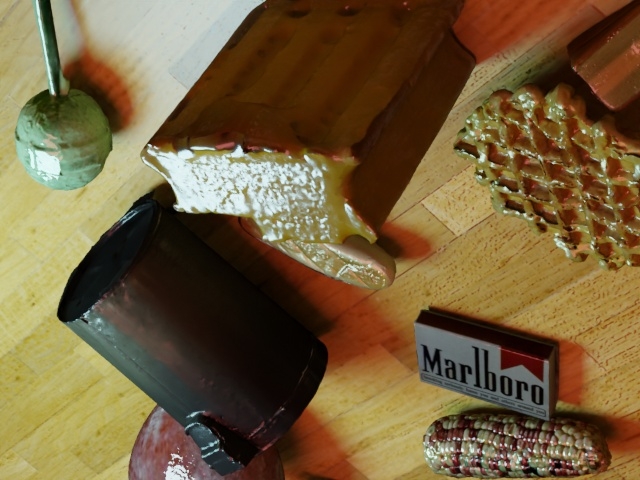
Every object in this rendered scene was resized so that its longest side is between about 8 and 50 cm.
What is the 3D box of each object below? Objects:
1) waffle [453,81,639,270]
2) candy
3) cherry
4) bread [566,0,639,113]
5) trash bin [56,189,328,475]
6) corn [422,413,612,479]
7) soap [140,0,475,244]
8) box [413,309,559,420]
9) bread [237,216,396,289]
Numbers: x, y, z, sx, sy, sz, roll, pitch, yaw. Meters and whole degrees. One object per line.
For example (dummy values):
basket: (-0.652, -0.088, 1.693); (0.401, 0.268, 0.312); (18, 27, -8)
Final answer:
waffle: (0.265, -0.062, 1.678); (0.291, 0.051, 0.291); (28, 156, 14)
candy: (-0.321, -0.251, 1.910); (0.119, 0.119, 0.439); (15, 129, 22)
cherry: (-0.161, 0.337, 2.296); (0.236, 0.213, 0.285); (18, 128, 17)
bread: (0.314, -0.200, 1.577); (0.074, 0.084, 0.139); (44, 109, -12)
trash bin: (-0.165, 0.117, 2.056); (0.301, 0.252, 0.203); (43, 138, -19)
corn: (0.248, 0.258, 2.040); (0.253, 0.086, 0.086); (-5, 128, 34)
soap: (-0.007, -0.137, 1.649); (0.259, 0.281, 0.143); (6, 136, 31)
box: (0.204, 0.152, 1.996); (0.178, 0.036, 0.115); (15, 138, 22)
bread: (-0.001, 0.000, 1.967); (0.214, 0.053, 0.073); (24, 136, 15)
